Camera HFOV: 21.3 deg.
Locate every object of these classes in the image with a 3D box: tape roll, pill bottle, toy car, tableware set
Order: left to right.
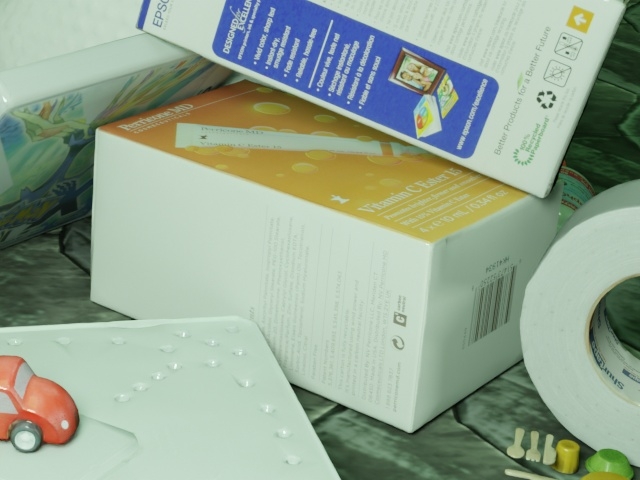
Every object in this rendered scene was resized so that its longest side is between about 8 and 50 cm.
[{"bbox_3d":[-0.314,0.108,1.157,0.239,0.053,0.225,18,26,31],"label":"toy car"},{"bbox_3d":[0.219,-0.007,1.629,0.087,0.087,0.160,9,24,8],"label":"pill bottle"},{"bbox_3d":[0.184,0.190,1.250,0.104,0.024,0.154,11,22,6],"label":"tableware set"},{"bbox_3d":[0.266,0.065,1.304,0.219,0.219,0.072,12,25,16],"label":"tape roll"}]

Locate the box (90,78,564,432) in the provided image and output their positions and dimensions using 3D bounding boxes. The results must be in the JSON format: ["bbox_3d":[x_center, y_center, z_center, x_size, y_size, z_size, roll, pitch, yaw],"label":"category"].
[{"bbox_3d":[0.000,0.000,1.464,0.345,0.168,0.215,19,27,30],"label":"box"}]

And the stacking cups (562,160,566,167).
[{"bbox_3d":[0.101,-0.068,1.746,0.316,0.096,0.096,-5,25,-26],"label":"stacking cups"}]

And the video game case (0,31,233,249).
[{"bbox_3d":[-0.230,-0.078,1.494,0.329,0.300,0.036,-24,75,-50],"label":"video game case"}]

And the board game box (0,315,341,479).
[{"bbox_3d":[-0.194,0.165,1.178,0.389,0.050,0.390,-3,23,-15],"label":"board game box"}]

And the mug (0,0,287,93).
[{"bbox_3d":[-0.157,-0.198,1.790,0.328,0.276,0.374,-16,-16,17],"label":"mug"}]

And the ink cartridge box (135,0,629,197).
[{"bbox_3d":[0.047,-0.186,1.375,0.370,0.176,0.069,22,26,5],"label":"ink cartridge box"}]
